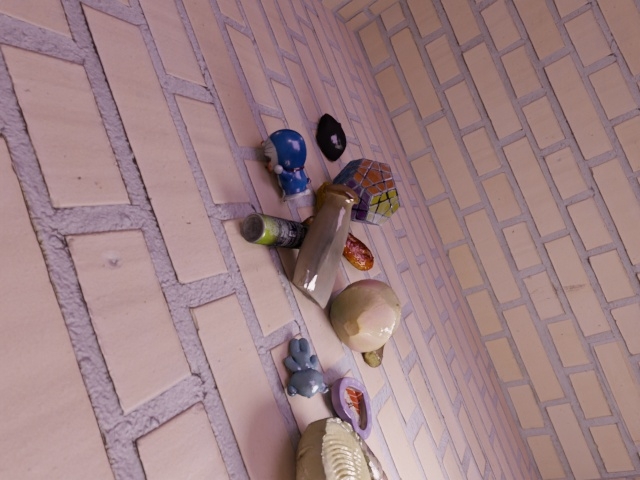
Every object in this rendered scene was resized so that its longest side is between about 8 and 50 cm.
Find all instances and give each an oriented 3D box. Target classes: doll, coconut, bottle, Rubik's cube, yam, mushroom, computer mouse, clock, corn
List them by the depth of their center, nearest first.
[{"bbox_3d":[-0.053,0.366,1.210,0.120,0.075,0.179,2,37,-21],"label":"doll"},{"bbox_3d":[0.124,0.666,1.256,0.209,0.097,0.110,58,-6,-19],"label":"bottle"},{"bbox_3d":[0.096,0.522,1.347,0.198,0.064,0.172,63,26,-7],"label":"clock"},{"bbox_3d":[0.007,0.013,1.361,0.154,0.137,0.407,16,89,-39],"label":"mushroom"},{"bbox_3d":[-0.113,-0.022,1.367,0.330,0.093,0.093,10,60,-59],"label":"bottle"},{"bbox_3d":[0.155,0.261,1.486,0.259,0.259,0.259,42,35,-40],"label":"coconut"},{"bbox_3d":[-0.118,-0.267,1.523,0.215,0.161,0.257,-50,131,-76],"label":"doll"},{"bbox_3d":[0.041,-0.108,1.704,0.119,0.119,0.322,40,27,-42],"label":"corn"},{"bbox_3d":[0.239,0.370,1.732,0.081,0.081,0.356,59,26,-15],"label":"yam"},{"bbox_3d":[0.201,-0.210,1.876,0.264,0.319,0.319,40,34,-20],"label":"Rubik's cube"},{"bbox_3d":[0.066,-0.518,2.101,0.170,0.100,0.269,50,31,-34],"label":"computer mouse"}]

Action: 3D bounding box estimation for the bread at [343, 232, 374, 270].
[{"bbox_3d":[0.134,0.027,1.792,0.269,0.095,0.139,52,22,-19],"label":"bread"}]

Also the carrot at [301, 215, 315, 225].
[{"bbox_3d":[0.000,0.000,1.572,0.193,0.087,0.087,57,28,-15],"label":"carrot"}]

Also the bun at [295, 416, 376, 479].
[{"bbox_3d":[0.022,0.582,1.064,0.259,0.152,0.259,48,20,-24],"label":"bun"}]
